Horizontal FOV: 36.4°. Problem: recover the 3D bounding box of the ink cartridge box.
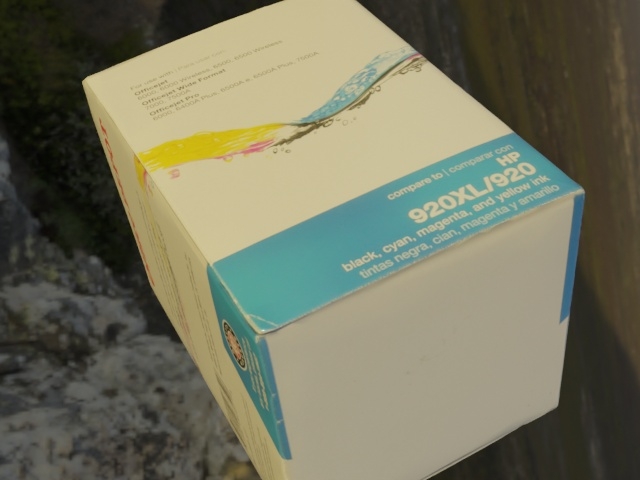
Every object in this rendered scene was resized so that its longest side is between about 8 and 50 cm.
[{"bbox_3d":[0.000,0.000,0.539,0.232,0.168,0.171,51,-22,42],"label":"ink cartridge box"}]
